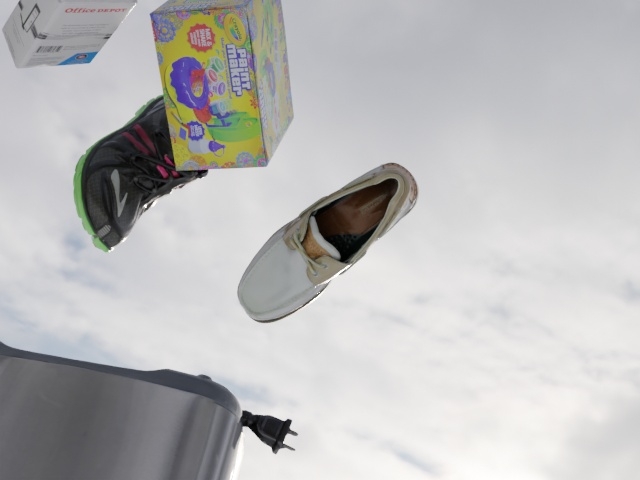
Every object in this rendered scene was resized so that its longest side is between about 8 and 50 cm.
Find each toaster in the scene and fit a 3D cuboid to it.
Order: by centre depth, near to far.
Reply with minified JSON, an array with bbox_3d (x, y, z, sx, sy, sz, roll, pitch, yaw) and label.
[{"bbox_3d":[-0.135,0.151,0.540,0.227,0.146,0.129,10,-37,1],"label":"toaster"}]

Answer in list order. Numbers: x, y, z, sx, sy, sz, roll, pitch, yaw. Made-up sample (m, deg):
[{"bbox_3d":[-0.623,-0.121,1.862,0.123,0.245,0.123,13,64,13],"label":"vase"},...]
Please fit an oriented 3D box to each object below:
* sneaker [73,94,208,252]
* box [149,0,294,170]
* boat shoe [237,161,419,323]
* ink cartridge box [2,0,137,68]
[{"bbox_3d":[-0.349,-0.170,2.069,0.202,0.483,0.185,-5,-50,32],"label":"sneaker"},{"bbox_3d":[-0.171,-0.315,1.829,0.177,0.279,0.290,-2,-66,10],"label":"box"},{"bbox_3d":[0.000,0.000,1.338,0.113,0.302,0.103,49,8,6],"label":"boat shoe"},{"bbox_3d":[-0.425,-0.380,1.664,0.203,0.148,0.086,-35,-106,46],"label":"ink cartridge box"}]
